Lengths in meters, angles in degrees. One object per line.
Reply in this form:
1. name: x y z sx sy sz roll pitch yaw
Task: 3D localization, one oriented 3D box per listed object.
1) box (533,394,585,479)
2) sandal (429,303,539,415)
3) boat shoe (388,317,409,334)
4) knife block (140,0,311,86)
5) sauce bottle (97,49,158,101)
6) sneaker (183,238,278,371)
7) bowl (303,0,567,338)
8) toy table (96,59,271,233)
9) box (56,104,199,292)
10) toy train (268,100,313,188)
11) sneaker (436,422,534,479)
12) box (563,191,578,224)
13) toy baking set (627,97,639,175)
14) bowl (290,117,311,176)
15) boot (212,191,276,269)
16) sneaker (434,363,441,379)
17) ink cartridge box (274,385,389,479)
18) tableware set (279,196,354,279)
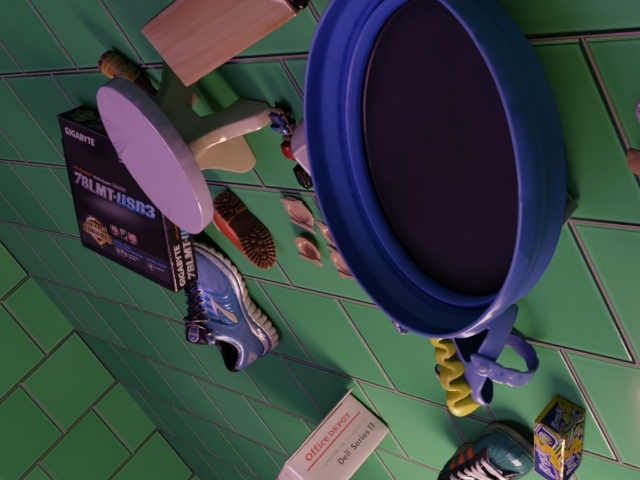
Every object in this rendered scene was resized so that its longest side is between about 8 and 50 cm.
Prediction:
1. box: 0.363 0.310 1.561 0.054 0.059 0.169 31 152 31
2. sandal: 0.212 0.102 1.421 0.138 0.126 0.317 -11 123 23
3. boat shoe: 0.112 0.062 1.555 0.066 0.066 0.183 28 142 41
4. knife block: -0.063 -0.270 1.081 0.088 0.275 0.242 51 -176 -16
5. sauce bottle: -0.311 -0.266 1.691 0.128 0.042 0.042 35 154 14
6. sneaker: -0.219 0.134 2.062 0.129 0.147 0.330 1 130 56
7. bowl: 0.111 -0.092 1.094 0.391 0.077 0.391 36 134 50
8. toy table: -0.205 -0.165 1.547 0.252 0.161 0.274 26 150 34
9. box: -0.367 -0.080 1.942 0.295 0.073 0.293 24 132 35
10. toy train: -0.041 -0.136 1.490 0.027 0.036 0.158 20 147 41
11. sneaker: 0.279 0.408 1.771 0.108 0.121 0.302 40 155 6
12. box: 0.188 -0.026 1.227 0.103 0.114 0.203 49 156 -10
13. toy baking set: 0.389 -0.093 0.922 0.197 0.030 0.256 43 155 9
14. bowl: 0.022 -0.114 1.412 0.142 0.053 0.142 47 154 -9
15. boot: -0.140 -0.013 1.822 0.158 0.059 0.084 54 158 -3
16. sneaker: 0.231 0.215 1.647 0.109 0.040 0.044 17 129 38
17. ink cartridge box: 0.019 0.452 2.132 0.119 0.207 0.353 41 156 9
18. tableware set: 0.000 0.000 1.667 0.141 0.020 0.169 25 149 35
